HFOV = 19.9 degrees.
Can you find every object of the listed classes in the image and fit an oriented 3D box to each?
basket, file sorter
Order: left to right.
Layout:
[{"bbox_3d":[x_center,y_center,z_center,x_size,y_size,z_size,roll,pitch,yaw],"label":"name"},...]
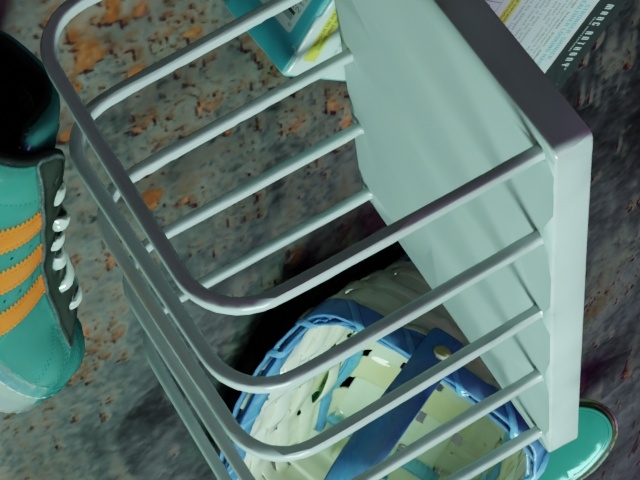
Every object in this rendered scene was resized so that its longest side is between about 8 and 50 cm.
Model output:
[{"bbox_3d":[0.000,0.000,0.844,0.173,0.193,0.278,-28,150,-11],"label":"file sorter"},{"bbox_3d":[0.028,0.160,1.183,0.255,0.201,0.289,-63,175,35],"label":"basket"}]

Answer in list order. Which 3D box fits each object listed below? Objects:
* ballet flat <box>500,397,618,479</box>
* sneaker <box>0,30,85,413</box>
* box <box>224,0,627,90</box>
[{"bbox_3d":[0.167,0.211,1.602,0.221,0.077,0.079,-40,170,10],"label":"ballet flat"},{"bbox_3d":[-0.157,-0.018,0.840,0.121,0.108,0.302,-34,150,-2],"label":"sneaker"},{"bbox_3d":[0.070,-0.138,0.986,0.244,0.060,0.100,0,134,-50],"label":"box"}]
